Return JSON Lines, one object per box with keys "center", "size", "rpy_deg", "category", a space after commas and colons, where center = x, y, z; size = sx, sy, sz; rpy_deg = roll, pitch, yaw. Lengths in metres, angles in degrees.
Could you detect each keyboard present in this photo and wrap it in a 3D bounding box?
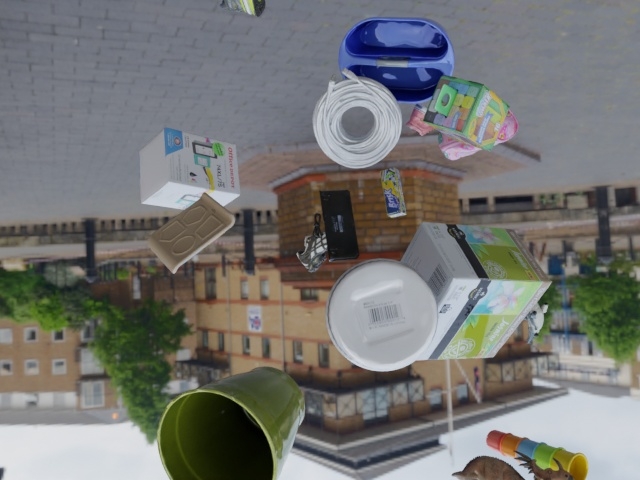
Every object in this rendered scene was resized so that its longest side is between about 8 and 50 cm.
{"center": [0.030, -0.037, 1.520], "size": [0.108, 0.180, 0.023], "rpy_deg": [-4, 163, -15], "category": "keyboard"}

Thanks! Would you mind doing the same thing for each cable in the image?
{"center": [0.105, -0.344, 1.802], "size": [0.257, 0.257, 0.089], "rpy_deg": [25, -158, -10], "category": "cable"}

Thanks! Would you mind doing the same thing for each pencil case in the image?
{"center": [0.492, -0.340, 1.973], "size": [0.124, 0.124, 0.284], "rpy_deg": [-1, 176, -23], "category": "pencil case"}

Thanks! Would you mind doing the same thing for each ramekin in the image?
{"center": [0.146, 0.175, 1.471], "size": [0.277, 0.277, 0.135], "rpy_deg": [-3, 174, 4], "category": "ramekin"}

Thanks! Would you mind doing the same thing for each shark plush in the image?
{"center": [0.643, 0.238, 1.884], "size": [0.073, 0.161, 0.067], "rpy_deg": [-36, -142, -29], "category": "shark plush"}

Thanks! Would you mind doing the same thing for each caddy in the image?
{"center": [0.227, -0.536, 1.839], "size": [0.342, 0.241, 0.179], "rpy_deg": [7, -154, 16], "category": "caddy"}

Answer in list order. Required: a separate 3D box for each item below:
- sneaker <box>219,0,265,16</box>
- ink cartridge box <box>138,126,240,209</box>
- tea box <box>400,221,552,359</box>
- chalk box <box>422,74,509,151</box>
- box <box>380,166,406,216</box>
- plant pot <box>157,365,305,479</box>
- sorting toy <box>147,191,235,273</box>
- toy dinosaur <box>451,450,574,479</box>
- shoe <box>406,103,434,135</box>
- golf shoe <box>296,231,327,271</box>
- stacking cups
{"center": [-0.228, -0.674, 1.486], "size": [0.121, 0.111, 0.300], "rpy_deg": [2, 137, 16], "category": "sneaker"}
{"center": [-0.440, -0.227, 2.089], "size": [0.270, 0.198, 0.197], "rpy_deg": [7, 157, -41], "category": "ink cartridge box"}
{"center": [0.386, 0.146, 1.725], "size": [0.324, 0.220, 0.329], "rpy_deg": [2, 132, -25], "category": "tea box"}
{"center": [0.363, -0.331, 1.584], "size": [0.132, 0.132, 0.213], "rpy_deg": [28, -170, 39], "category": "chalk box"}
{"center": [0.259, -0.170, 2.215], "size": [0.059, 0.168, 0.054], "rpy_deg": [-13, 168, 23], "category": "box"}
{"center": [-0.216, 0.537, 1.812], "size": [0.367, 0.366, 0.353], "rpy_deg": [-4, -171, 23], "category": "plant pot"}
{"center": [-0.334, -0.020, 1.608], "size": [0.193, 0.208, 0.038], "rpy_deg": [35, 163, 48], "category": "sorting toy"}
{"center": [0.473, 0.616, 1.607], "size": [0.296, 0.200, 0.127], "rpy_deg": [25, 164, -1], "category": "toy dinosaur"}
{"center": [0.341, -0.373, 1.991], "size": [0.178, 0.081, 0.063], "rpy_deg": [14, -160, -49], "category": "shoe"}
{"center": [0.000, 0.000, 1.907], "size": [0.094, 0.198, 0.077], "rpy_deg": [39, -166, 10], "category": "golf shoe"}
{"center": [0.634, 0.645, 1.859], "size": [0.096, 0.096, 0.316], "rpy_deg": [0, 178, -32], "category": "stacking cups"}
